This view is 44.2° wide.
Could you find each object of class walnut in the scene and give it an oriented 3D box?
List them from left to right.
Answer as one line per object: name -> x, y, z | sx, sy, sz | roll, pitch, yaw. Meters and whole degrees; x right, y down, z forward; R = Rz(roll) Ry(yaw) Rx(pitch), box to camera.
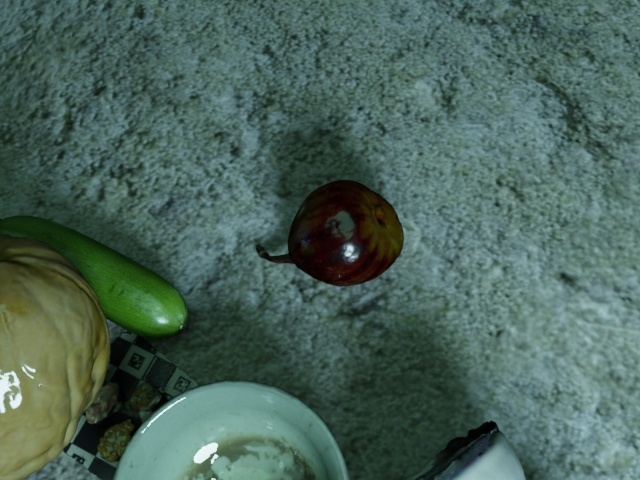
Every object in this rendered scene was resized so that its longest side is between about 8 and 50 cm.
walnut -> -0.411, 0.152, 1.006 | 0.252, 0.313, 0.277 | -16, 42, -38

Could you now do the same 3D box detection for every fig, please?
fig -> 0.018, 0.001, 1.113 | 0.202, 0.149, 0.148 | -31, 74, -4

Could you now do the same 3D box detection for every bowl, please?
bowl -> -0.101, 0.329, 0.985 | 0.289, 0.146, 0.289 | -2, 67, 5

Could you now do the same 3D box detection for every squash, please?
squash -> -0.357, 0.041, 1.152 | 0.379, 0.101, 0.101 | 23, 71, 15

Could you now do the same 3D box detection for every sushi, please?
sushi -> -0.260, 0.244, 1.089 | 0.210, 0.040, 0.192 | 33, 73, 16

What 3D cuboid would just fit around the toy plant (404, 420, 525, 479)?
toy plant -> 0.217, 0.403, 0.903 | 0.247, 0.247, 0.332 | -37, 76, -11
